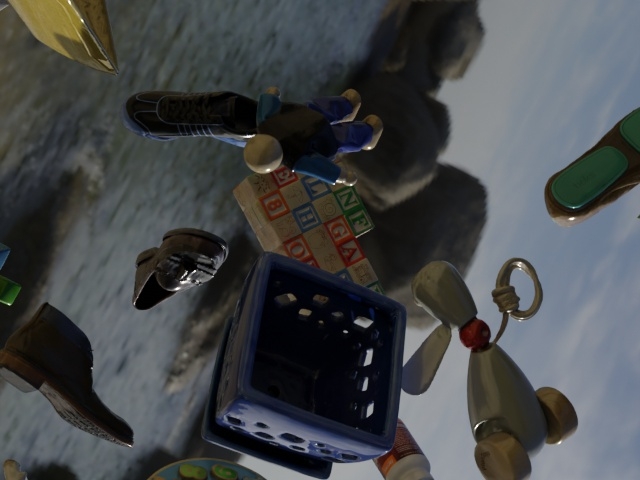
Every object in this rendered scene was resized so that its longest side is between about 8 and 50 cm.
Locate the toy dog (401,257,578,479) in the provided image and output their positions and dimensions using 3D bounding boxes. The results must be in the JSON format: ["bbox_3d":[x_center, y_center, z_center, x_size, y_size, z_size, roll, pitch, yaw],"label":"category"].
[{"bbox_3d":[0.224,0.198,1.689,0.161,0.220,0.334,-33,-114,55],"label":"toy dog"}]

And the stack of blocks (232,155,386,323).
[{"bbox_3d":[0.000,0.000,2.003,0.171,0.297,0.087,-26,176,-25],"label":"stack of blocks"}]

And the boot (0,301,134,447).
[{"bbox_3d":[-0.306,0.176,1.507,0.082,0.219,0.106,-9,-133,52],"label":"boot"}]

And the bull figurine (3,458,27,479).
[{"bbox_3d":[-0.442,0.310,1.286,0.188,0.310,0.101,-55,158,-50],"label":"bull figurine"}]

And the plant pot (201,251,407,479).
[{"bbox_3d":[-0.033,0.190,1.640,0.212,0.236,0.236,-48,-154,50],"label":"plant pot"}]

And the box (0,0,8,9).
[{"bbox_3d":[-0.548,-0.319,1.693,0.186,0.038,0.145,-36,-144,-5],"label":"box"}]

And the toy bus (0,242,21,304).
[{"bbox_3d":[-0.450,0.080,1.296,0.191,0.104,0.202,11,100,-59],"label":"toy bus"}]

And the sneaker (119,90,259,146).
[{"bbox_3d":[-0.182,-0.194,1.765,0.090,0.232,0.081,136,-44,-66],"label":"sneaker"}]

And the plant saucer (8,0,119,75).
[{"bbox_3d":[-0.323,-0.376,1.241,0.333,0.081,0.333,66,9,-69],"label":"plant saucer"}]

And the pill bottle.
[{"bbox_3d":[0.143,0.393,2.092,0.086,0.086,0.152,-63,-143,23],"label":"pill bottle"}]

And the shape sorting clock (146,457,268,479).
[{"bbox_3d":[-0.122,0.337,1.390,0.206,0.206,0.040,-62,177,-56],"label":"shape sorting clock"}]

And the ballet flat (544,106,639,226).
[{"bbox_3d":[0.512,-0.128,1.962,0.342,0.116,0.124,-36,158,-13],"label":"ballet flat"}]

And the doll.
[{"bbox_3d":[-0.008,-0.102,1.159,0.189,0.129,0.046,-23,160,-52],"label":"doll"}]

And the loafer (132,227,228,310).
[{"bbox_3d":[-0.238,0.055,1.937,0.302,0.109,0.095,-23,-134,61],"label":"loafer"}]

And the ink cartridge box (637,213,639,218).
[{"bbox_3d":[0.541,-0.146,1.657,0.255,0.097,0.189,-53,-162,-2],"label":"ink cartridge box"}]
